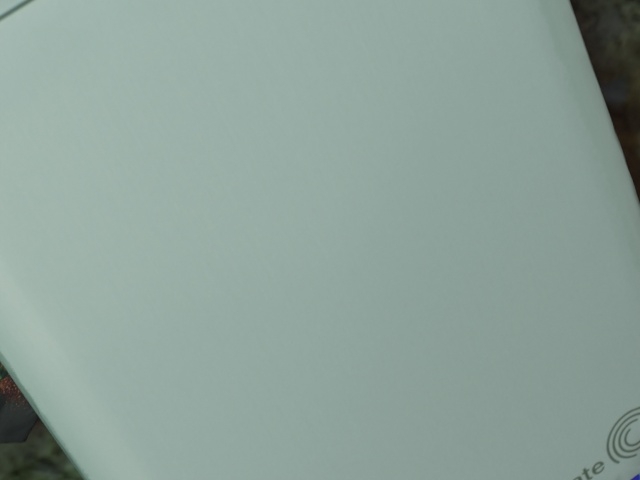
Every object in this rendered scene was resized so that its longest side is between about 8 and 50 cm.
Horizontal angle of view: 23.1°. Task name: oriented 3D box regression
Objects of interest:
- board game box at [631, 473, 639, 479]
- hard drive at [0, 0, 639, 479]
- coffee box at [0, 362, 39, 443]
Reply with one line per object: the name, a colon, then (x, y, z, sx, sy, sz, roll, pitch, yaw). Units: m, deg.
board game box: (0.145, 0.126, 0.752, 0.210, 0.047, 0.160, 16, 110, -19)
hard drive: (0.000, 0.000, 0.562, 0.233, 0.047, 0.353, -34, 125, -10)
coffee box: (-0.164, 0.028, 0.593, 0.184, 0.040, 0.113, 10, 118, -54)
